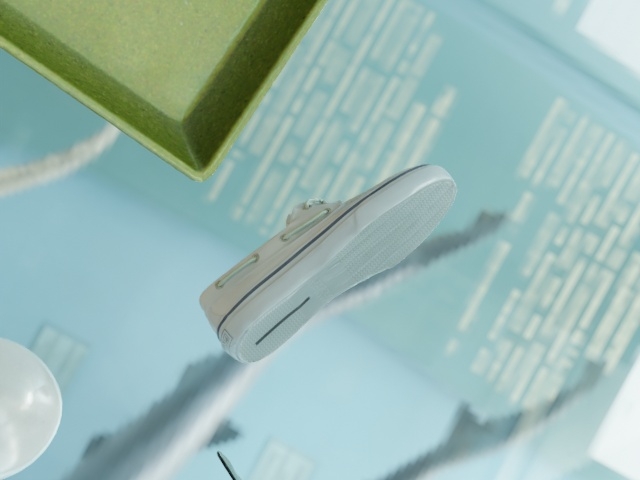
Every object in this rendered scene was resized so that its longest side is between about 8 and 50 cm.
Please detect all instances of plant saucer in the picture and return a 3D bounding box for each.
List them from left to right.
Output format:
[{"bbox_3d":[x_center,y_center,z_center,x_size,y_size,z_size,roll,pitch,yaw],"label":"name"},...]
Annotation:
[{"bbox_3d":[-0.095,-0.160,1.126,0.188,0.188,0.045,-57,-166,-6],"label":"plant saucer"}]

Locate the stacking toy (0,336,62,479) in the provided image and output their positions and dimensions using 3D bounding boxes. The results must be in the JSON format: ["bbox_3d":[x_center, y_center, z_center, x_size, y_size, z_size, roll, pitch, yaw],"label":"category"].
[{"bbox_3d":[-0.420,0.167,1.624,0.350,0.480,0.350,-7,90,-67],"label":"stacking toy"}]

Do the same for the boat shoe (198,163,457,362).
[{"bbox_3d":[0.000,0.000,1.581,0.226,0.076,0.083,-36,149,-8],"label":"boat shoe"}]

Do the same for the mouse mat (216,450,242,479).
[{"bbox_3d":[-0.016,0.242,1.470,0.007,0.152,0.189,-33,150,-4],"label":"mouse mat"}]
